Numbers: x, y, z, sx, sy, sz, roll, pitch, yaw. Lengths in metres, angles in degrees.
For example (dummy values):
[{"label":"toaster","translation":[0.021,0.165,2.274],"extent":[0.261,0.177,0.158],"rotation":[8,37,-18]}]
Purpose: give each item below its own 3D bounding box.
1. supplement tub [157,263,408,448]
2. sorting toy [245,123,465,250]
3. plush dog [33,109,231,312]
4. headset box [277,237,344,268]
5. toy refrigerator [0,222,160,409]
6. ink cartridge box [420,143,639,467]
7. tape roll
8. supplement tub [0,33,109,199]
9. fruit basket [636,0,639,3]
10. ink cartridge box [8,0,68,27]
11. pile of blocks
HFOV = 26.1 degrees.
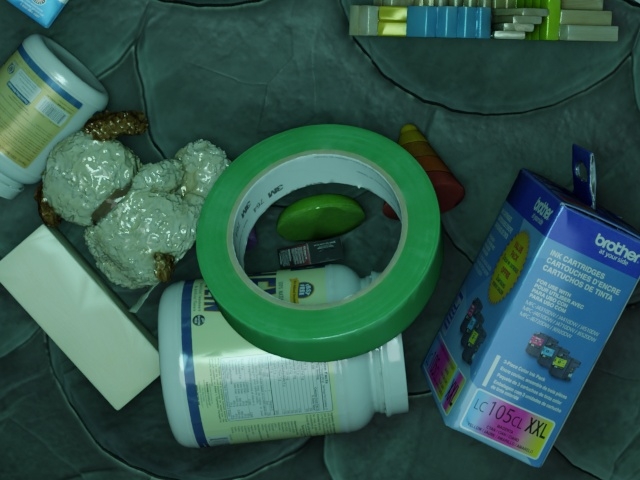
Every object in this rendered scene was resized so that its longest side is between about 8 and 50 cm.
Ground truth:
[{"label":"supplement tub","translation":[-0.049,0.157,1.915],"extent":[0.324,0.235,0.236],"rotation":[-6,100,1]},{"label":"sorting toy","translation":[0.015,-0.081,1.959],"extent":[0.365,0.127,0.126],"rotation":[-12,70,5]},{"label":"plush dog","translation":[-0.276,-0.051,1.872],"extent":[0.225,0.211,0.262],"rotation":[40,111,-10]},{"label":"headset box","translation":[-0.012,0.018,1.956],"extent":[0.062,0.083,0.032],"rotation":[-10,88,-36]},{"label":"toy refrigerator","translation":[-0.341,0.105,1.984],"extent":[0.102,0.094,0.269],"rotation":[-41,98,1]},{"label":"ink cartridge box","translation":[0.300,0.069,1.878],"extent":[0.151,0.270,0.396],"rotation":[26,99,-9]},{"label":"tape roll","translation":[0.000,0.000,1.811],"extent":[0.321,0.077,0.321],"rotation":[-4,61,8]},{"label":"supplement tub","translation":[-0.406,-0.170,1.908],"extent":[0.144,0.144,0.200],"rotation":[42,97,-6]},{"label":"fruit basket","translation":[0.497,-0.475,1.862],"extent":[0.353,0.165,0.327],"rotation":[23,105,-23]},{"label":"ink cartridge box","translation":[-0.375,-0.410,1.892],"extent":[0.139,0.082,0.191],"rotation":[36,97,-13]},{"label":"pile of blocks","translation":[0.221,-0.330,1.873],"extent":[0.362,0.149,0.113],"rotation":[1,98,0]}]
